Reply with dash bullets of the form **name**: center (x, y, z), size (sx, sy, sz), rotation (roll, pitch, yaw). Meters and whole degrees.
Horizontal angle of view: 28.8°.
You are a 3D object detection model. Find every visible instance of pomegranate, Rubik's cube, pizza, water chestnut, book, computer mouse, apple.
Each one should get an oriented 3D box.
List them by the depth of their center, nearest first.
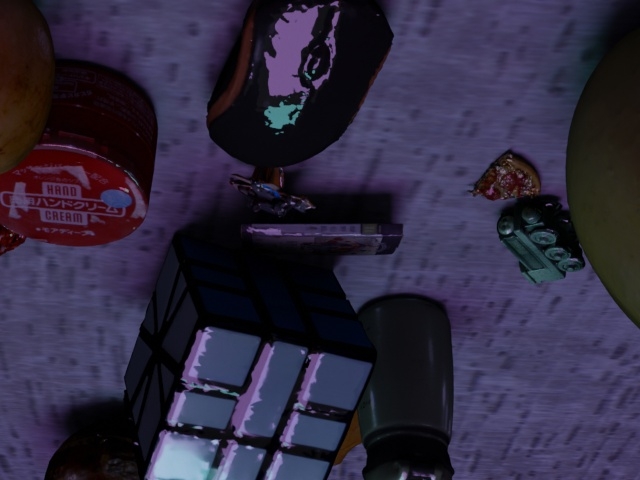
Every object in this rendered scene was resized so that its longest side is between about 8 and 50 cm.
- **pomegranate**: center (-0.406, -0.205, 1.390), size (0.229, 0.270, 0.252), rotation (12, 174, -7)
- **apple**: center (0.514, -0.058, 1.468), size (0.474, 0.473, 0.473), rotation (-1, 146, 0)
- **computer mouse**: center (-0.032, -0.189, 1.525), size (0.183, 0.116, 0.323), rotation (7, 145, -19)
- **pizza**: center (0.276, -0.078, 1.767), size (0.099, 0.029, 0.100), rotation (16, 143, -25)
- **book**: center (0.000, 0.001, 1.828), size (0.231, 0.026, 0.157), rotation (0, 170, -2)
- **Rubik's cube**: center (-0.115, 0.195, 1.853), size (0.283, 0.288, 0.293), rotation (11, 113, -21)
- **water chestnut**: center (-0.361, 0.500, 2.344), size (0.335, 0.347, 0.335), rotation (3, 137, 3)

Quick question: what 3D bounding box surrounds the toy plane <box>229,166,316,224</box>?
- **toy plane**: center (-0.055, -0.049, 1.775), size (0.135, 0.062, 0.188), rotation (15, 158, 28)

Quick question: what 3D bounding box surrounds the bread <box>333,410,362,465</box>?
- **bread**: center (-0.071, 0.296, 2.195), size (0.312, 0.172, 0.312), rotation (-2, 141, -1)

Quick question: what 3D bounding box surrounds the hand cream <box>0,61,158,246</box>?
- **hand cream**: center (-0.323, -0.110, 1.605), size (0.230, 0.149, 0.230), rotation (1, 148, 1)

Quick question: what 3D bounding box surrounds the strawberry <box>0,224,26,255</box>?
- **strawberry**: center (-0.467, -0.014, 1.715), size (0.190, 0.111, 0.236), rotation (-33, 159, 3)

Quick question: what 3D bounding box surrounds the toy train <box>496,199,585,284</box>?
- **toy train**: center (0.326, 0.002, 1.855), size (0.111, 0.071, 0.170), rotation (-15, 144, 32)

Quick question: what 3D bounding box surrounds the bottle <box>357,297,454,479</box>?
- **bottle**: center (0.135, 0.275, 2.003), size (0.169, 0.347, 0.168), rotation (0, 147, 0)
